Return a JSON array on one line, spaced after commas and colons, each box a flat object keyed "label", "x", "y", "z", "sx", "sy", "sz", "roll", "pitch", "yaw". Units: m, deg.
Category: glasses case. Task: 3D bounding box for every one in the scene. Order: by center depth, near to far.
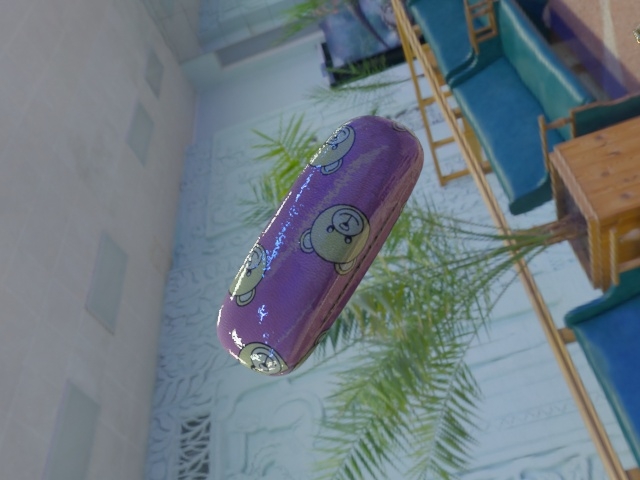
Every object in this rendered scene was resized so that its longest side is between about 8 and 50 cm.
[{"label": "glasses case", "x": 0.000, "y": 0.000, "z": 0.694, "sx": 0.123, "sy": 0.316, "sz": 0.076, "roll": 27, "pitch": 171, "yaw": 35}]

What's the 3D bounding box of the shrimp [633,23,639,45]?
[{"label": "shrimp", "x": 0.406, "y": -0.219, "z": 0.703, "sx": 0.023, "sy": 0.114, "sz": 0.083, "roll": 109, "pitch": -176, "yaw": -49}]
